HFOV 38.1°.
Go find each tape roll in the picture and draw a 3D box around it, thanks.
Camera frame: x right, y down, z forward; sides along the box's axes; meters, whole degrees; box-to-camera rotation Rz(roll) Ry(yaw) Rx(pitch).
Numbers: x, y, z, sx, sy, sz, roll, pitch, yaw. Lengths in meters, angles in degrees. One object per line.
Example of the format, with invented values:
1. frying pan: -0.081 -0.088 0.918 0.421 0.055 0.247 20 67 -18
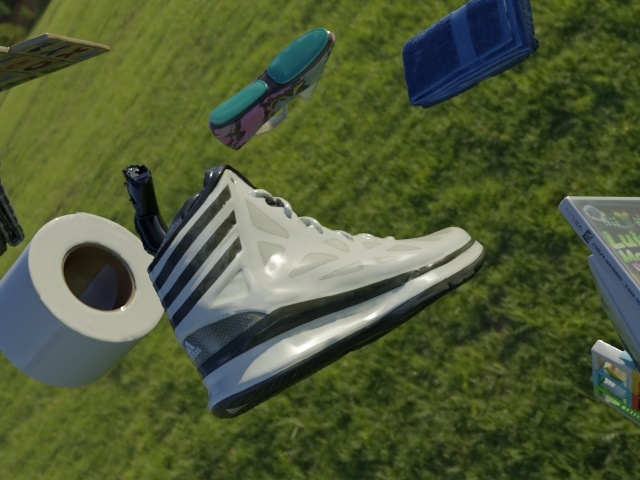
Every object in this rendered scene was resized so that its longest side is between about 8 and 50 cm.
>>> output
1. tape roll: -0.404 0.101 1.548 0.169 0.246 0.246 -42 28 37

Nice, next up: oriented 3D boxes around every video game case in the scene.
1. video game case: 0.364 0.019 0.970 0.173 0.190 0.022 61 139 36

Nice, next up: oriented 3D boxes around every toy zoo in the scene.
1. toy zoo: 0.651 0.308 1.918 0.192 0.293 0.030 34 74 32

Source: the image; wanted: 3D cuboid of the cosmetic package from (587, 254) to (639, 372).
1. cosmetic package: 0.468 0.114 1.214 0.138 0.224 0.225 -27 64 11

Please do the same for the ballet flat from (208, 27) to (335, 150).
1. ballet flat: -0.060 -0.212 1.329 0.221 0.079 0.077 -40 44 2

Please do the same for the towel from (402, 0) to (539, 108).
1. towel: 0.115 -0.155 0.737 0.119 0.029 0.067 -24 67 43

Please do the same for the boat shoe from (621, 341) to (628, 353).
1. boat shoe: 0.626 0.087 1.610 0.092 0.102 0.285 -42 -21 -59

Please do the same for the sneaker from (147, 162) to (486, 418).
1. sneaker: 0.000 0.000 1.065 0.447 0.258 0.169 -22 -13 -44

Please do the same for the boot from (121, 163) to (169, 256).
1. boot: -0.234 -0.043 1.268 0.121 0.045 0.099 44 145 48

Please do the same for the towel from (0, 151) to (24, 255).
1. towel: -0.494 -0.130 1.220 0.121 0.284 0.235 -28 48 -16

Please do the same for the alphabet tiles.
1. alphabet tiles: -0.331 -0.159 0.887 0.198 0.009 0.237 -18 5 10
